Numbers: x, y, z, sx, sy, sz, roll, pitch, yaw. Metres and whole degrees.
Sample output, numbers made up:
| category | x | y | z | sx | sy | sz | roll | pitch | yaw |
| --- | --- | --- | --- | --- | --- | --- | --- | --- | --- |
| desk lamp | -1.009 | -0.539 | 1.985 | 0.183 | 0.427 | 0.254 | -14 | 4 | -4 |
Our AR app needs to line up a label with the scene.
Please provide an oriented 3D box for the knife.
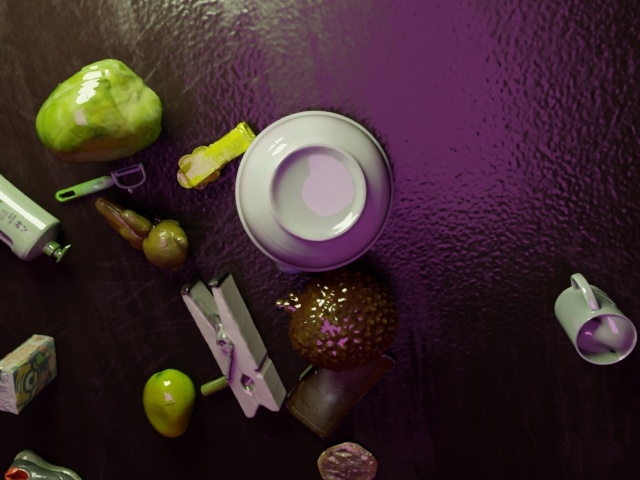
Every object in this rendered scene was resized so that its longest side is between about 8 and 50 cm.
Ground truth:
| category | x | y | z | sx | sy | sz | roll | pitch | yaw |
| --- | --- | --- | --- | --- | --- | --- | --- | --- | --- |
| knife | -0.445 | -0.106 | 1.044 | 0.212 | 0.015 | 0.054 | -14 | 113 | 12 |

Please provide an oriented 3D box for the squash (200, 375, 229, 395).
| category | x | y | z | sx | sy | sz | roll | pitch | yaw |
| --- | --- | --- | --- | --- | --- | --- | --- | --- | --- |
| squash | -0.226 | 0.320 | 1.147 | 0.083 | 0.027 | 0.027 | -26 | 103 | 15 |

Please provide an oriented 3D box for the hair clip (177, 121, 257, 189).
| category | x | y | z | sx | sy | sz | roll | pitch | yaw |
| --- | --- | --- | --- | --- | --- | --- | --- | --- | --- |
| hair clip | -0.200 | -0.159 | 0.972 | 0.173 | 0.046 | 0.072 | -35 | 97 | 16 |

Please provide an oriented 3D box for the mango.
| category | x | y | z | sx | sy | sz | roll | pitch | yaw |
| --- | --- | --- | --- | --- | --- | --- | --- | --- | --- |
| mango | -0.341 | 0.363 | 1.145 | 0.117 | 0.089 | 0.163 | 20 | 111 | 2 |

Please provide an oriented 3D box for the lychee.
| category | x | y | z | sx | sy | sz | roll | pitch | yaw |
| --- | --- | --- | --- | --- | --- | --- | --- | --- | --- |
| lychee | 0.032 | 0.147 | 0.966 | 0.238 | 0.200 | 0.200 | 17 | 110 | -11 |

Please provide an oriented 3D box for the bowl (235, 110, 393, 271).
| category | x | y | z | sx | sy | sz | roll | pitch | yaw |
| --- | --- | --- | --- | --- | --- | --- | --- | --- | --- |
| bowl | -0.008 | -0.081 | 0.878 | 0.287 | 0.144 | 0.287 | 0 | 96 | -3 |

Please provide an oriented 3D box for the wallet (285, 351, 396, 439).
| category | x | y | z | sx | sy | sz | roll | pitch | yaw |
| --- | --- | --- | --- | --- | --- | --- | --- | --- | --- |
| wallet | 0.034 | 0.303 | 1.100 | 0.137 | 0.031 | 0.255 | 37 | 108 | -1 |

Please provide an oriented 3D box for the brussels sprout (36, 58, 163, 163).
| category | x | y | z | sx | sy | sz | roll | pitch | yaw |
| --- | --- | --- | --- | --- | --- | --- | --- | --- | --- |
| brussels sprout | -0.379 | -0.210 | 0.892 | 0.223 | 0.223 | 0.161 | -36 | 95 | 18 |

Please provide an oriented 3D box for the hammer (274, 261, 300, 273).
| category | x | y | z | sx | sy | sz | roll | pitch | yaw |
| --- | --- | --- | --- | --- | --- | --- | --- | --- | --- |
| hammer | 0.000 | 0.000 | 0.988 | 0.193 | 0.069 | 0.116 | -8 | 105 | 6 |

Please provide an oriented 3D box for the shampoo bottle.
| category | x | y | z | sx | sy | sz | roll | pitch | yaw |
| --- | --- | --- | --- | --- | --- | --- | --- | --- | --- |
| shampoo bottle | -0.620 | -0.036 | 1.054 | 0.234 | 0.087 | 0.118 | 39 | 107 | -6 |

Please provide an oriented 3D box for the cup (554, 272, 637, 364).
| category | x | y | z | sx | sy | sz | roll | pitch | yaw |
| --- | --- | --- | --- | --- | --- | --- | --- | --- | --- |
| cup | 0.492 | 0.130 | 0.919 | 0.099 | 0.133 | 0.136 | 7 | 109 | 7 |

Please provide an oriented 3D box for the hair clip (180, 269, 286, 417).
| category | x | y | z | sx | sy | sz | roll | pitch | yaw |
| --- | --- | --- | --- | --- | --- | --- | --- | --- | --- |
| hair clip | -0.177 | 0.221 | 1.075 | 0.101 | 0.085 | 0.331 | -17 | 107 | 16 |

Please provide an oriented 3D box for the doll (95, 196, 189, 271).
| category | x | y | z | sx | sy | sz | roll | pitch | yaw |
| --- | --- | --- | --- | --- | --- | --- | --- | --- | --- |
| doll | -0.346 | -0.026 | 1.021 | 0.209 | 0.097 | 0.137 | 34 | 148 | 4 |

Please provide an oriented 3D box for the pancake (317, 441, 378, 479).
| category | x | y | z | sx | sy | sz | roll | pitch | yaw |
| --- | --- | --- | --- | --- | --- | --- | --- | --- | --- |
| pancake | 0.061 | 0.516 | 1.171 | 0.139 | 0.022 | 0.140 | 3 | 110 | 8 |

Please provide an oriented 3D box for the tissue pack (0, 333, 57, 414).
| category | x | y | z | sx | sy | sz | roll | pitch | yaw |
| --- | --- | --- | --- | --- | --- | --- | --- | --- | --- |
| tissue pack | -0.652 | 0.291 | 1.137 | 0.060 | 0.148 | 0.109 | 7 | 110 | 5 |

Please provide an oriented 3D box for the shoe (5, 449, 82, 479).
| category | x | y | z | sx | sy | sz | roll | pitch | yaw |
| --- | --- | --- | --- | --- | --- | --- | --- | --- | --- |
| shoe | -0.691 | 0.604 | 1.284 | 0.194 | 0.077 | 0.074 | 30 | 109 | -2 |
